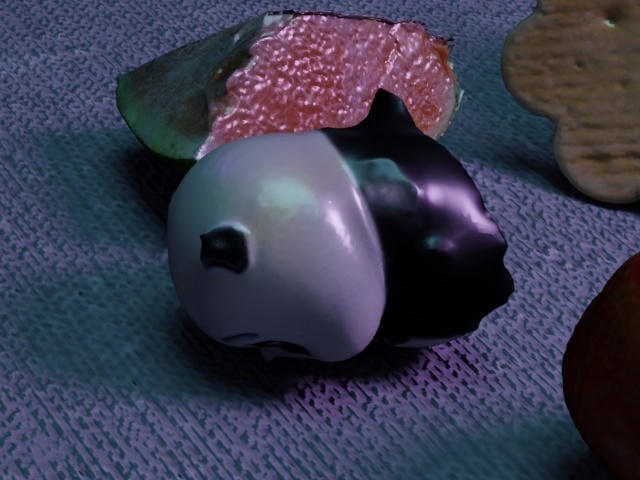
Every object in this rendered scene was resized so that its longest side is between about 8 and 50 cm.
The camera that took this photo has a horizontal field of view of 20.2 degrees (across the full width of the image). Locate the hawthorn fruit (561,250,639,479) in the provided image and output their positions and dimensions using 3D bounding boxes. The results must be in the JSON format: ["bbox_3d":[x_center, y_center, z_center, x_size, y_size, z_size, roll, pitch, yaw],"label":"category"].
[{"bbox_3d":[0.216,0.096,0.885,0.162,0.163,0.203,-8,56,-27],"label":"hawthorn fruit"}]

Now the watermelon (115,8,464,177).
[{"bbox_3d":[-0.030,-0.078,1.172,0.231,0.128,0.146,0,0,-40],"label":"watermelon"}]

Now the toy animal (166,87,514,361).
[{"bbox_3d":[0.000,0.000,1.006,0.179,0.138,0.166,-15,17,-22],"label":"toy animal"}]

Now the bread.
[{"bbox_3d":[0.242,-0.103,1.192,0.251,0.182,0.039,16,16,17],"label":"bread"}]
